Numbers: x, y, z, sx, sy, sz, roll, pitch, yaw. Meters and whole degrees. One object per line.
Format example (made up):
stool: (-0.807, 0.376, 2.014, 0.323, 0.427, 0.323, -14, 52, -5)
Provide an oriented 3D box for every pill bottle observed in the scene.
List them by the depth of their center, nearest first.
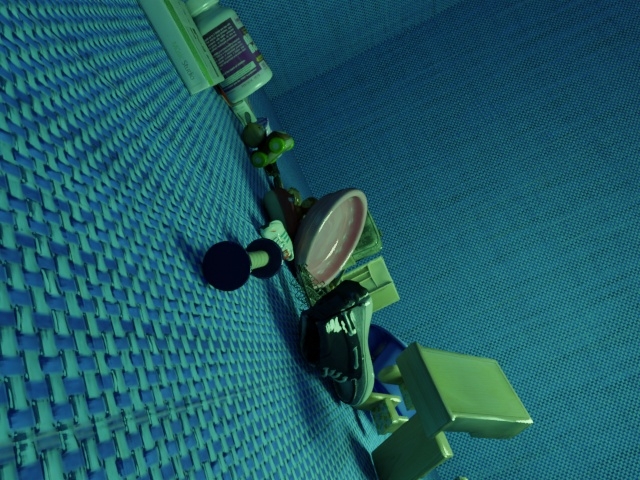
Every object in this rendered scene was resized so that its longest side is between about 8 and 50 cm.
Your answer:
pill bottle: (-0.294, -0.595, 1.350, 0.302, 0.169, 0.169, 55, 9, -26)

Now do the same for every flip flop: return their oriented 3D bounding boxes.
flip flop: (-0.106, -0.151, 1.675, 0.277, 0.080, 0.112, 59, 8, -51)

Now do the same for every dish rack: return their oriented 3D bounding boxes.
dish rack: (-0.009, 0.182, 1.153, 0.208, 0.074, 0.271, 66, 7, 29)

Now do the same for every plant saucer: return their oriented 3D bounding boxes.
plant saucer: (0.021, -0.011, 1.324, 0.084, 0.332, 0.332, 28, -11, 24)

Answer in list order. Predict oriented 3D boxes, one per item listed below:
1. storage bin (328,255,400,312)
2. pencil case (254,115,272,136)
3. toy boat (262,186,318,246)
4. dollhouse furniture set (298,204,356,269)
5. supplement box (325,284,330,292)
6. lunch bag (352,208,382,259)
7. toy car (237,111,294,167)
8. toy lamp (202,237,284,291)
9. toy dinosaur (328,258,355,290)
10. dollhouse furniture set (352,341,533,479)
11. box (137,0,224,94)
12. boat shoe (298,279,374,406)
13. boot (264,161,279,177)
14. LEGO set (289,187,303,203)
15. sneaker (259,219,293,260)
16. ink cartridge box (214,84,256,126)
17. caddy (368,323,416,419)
storage bin: (0.179, 0.212, 1.819, 0.123, 0.260, 0.262, 66, 5, 26)
pencil case: (-0.215, -0.415, 1.802, 0.086, 0.088, 0.206, 65, 5, 26)
toy boat: (-0.071, -0.082, 1.308, 0.151, 0.151, 0.231, 66, 5, 17)
dollhouse furniture set: (0.000, 0.000, 1.574, 0.242, 0.160, 0.212, 67, 6, 23)
supplement box: (0.004, 0.163, 1.501, 0.083, 0.043, 0.055, -45, 110, -85)
lunch bag: (0.098, 0.007, 1.813, 0.256, 0.304, 0.213, 40, 27, -69)
toy car: (-0.199, -0.353, 1.466, 0.188, 0.148, 0.155, 53, 17, -7)
toy lamp: (-0.114, 0.036, 0.741, 0.080, 0.080, 0.274, 65, 8, 1)
toy dinosaur: (0.053, 0.161, 1.612, 0.064, 0.212, 0.112, 22, 41, -10)
dollhouse furniture set: (0.215, 0.432, 0.981, 0.256, 0.394, 0.362, 17, 34, -29)
box: (-0.341, -0.501, 1.123, 0.233, 0.058, 0.322, 63, 4, -22)
boat shoe: (0.026, 0.261, 0.978, 0.127, 0.158, 0.341, 21, -56, 42)
boot: (-0.197, -0.295, 1.673, 0.121, 0.045, 0.099, 66, 8, 6)
LEGO set: (-0.089, -0.135, 2.114, 0.182, 0.060, 0.244, 48, 11, -28)
sneaker: (-0.101, 0.005, 1.108, 0.075, 0.057, 0.161, 61, 1, 21)
ink cartridge box: (-0.332, -0.577, 1.556, 0.239, 0.060, 0.275, 55, 11, -68)
caddy: (0.228, 0.410, 1.384, 0.241, 0.179, 0.342, 22, -33, 51)
